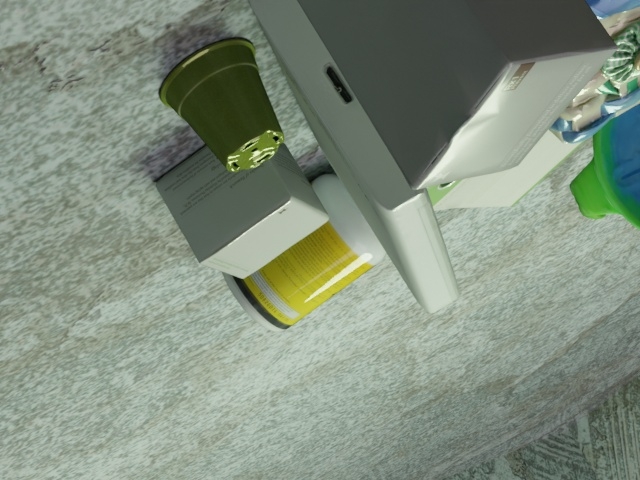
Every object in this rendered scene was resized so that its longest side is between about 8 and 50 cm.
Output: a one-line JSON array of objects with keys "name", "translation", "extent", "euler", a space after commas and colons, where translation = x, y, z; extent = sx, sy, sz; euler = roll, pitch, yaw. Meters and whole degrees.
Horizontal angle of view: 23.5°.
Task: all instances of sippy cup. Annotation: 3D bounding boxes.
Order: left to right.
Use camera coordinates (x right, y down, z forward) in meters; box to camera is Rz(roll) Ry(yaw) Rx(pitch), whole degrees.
[{"name": "sippy cup", "translation": [0.450, -0.118, 1.748], "extent": [0.224, 0.305, 0.240], "euler": [-17, 117, -64]}]

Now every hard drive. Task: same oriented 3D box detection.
[{"name": "hard drive", "translation": [0.034, -0.066, 1.217], "extent": [0.040, 0.203, 0.307], "euler": [-32, 162, 0]}]

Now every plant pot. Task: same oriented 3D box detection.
[{"name": "plant pot", "translation": [-0.068, -0.097, 1.174], "extent": [0.083, 0.079, 0.083], "euler": [-27, 161, -11]}]

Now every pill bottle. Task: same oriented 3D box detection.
[{"name": "pill bottle", "translation": [0.000, 0.000, 1.493], "extent": [0.184, 0.103, 0.103], "euler": [-36, 161, 15]}]

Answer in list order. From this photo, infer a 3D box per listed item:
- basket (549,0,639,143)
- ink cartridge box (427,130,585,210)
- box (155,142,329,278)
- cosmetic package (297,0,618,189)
[{"name": "basket", "translation": [0.207, -0.238, 1.101], "extent": [0.255, 0.201, 0.289], "euler": [-28, 127, -13]}, {"name": "ink cartridge box", "translation": [0.185, -0.099, 1.610], "extent": [0.235, 0.056, 0.171], "euler": [-4, 147, -51]}, {"name": "box", "translation": [-0.066, -0.033, 1.328], "extent": [0.102, 0.087, 0.101], "euler": [-35, 161, 11]}, {"name": "cosmetic package", "translation": [0.062, -0.164, 0.955], "extent": [0.107, 0.238, 0.127], "euler": [-16, 157, -38]}]
